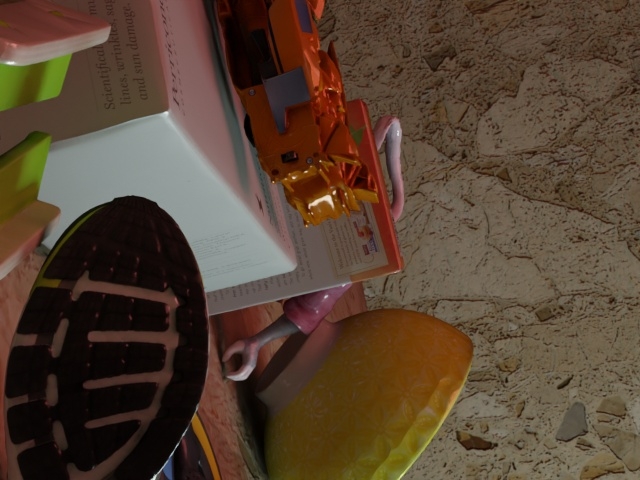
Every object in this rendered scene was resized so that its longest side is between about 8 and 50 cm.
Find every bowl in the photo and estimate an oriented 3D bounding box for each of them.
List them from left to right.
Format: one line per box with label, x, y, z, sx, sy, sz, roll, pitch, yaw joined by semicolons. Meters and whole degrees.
bowl;0.021;0.173;1.847;0.156;0.289;0.289;39;15;-9

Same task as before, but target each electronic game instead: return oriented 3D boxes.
electronic game;-0.105;0.232;1.365;0.229;0.048;0.229;-13;90;-83

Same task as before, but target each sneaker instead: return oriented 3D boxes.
sneaker;-0.136;0.112;0.948;0.121;0.111;0.300;-121;-138;-67

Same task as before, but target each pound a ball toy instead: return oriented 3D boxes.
pound a ball toy;-0.210;-0.021;0.796;0.319;0.136;0.208;-79;-174;-80

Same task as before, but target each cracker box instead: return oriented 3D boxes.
cracker box;-0.056;-0.023;1.466;0.067;0.232;0.155;-17;94;-84

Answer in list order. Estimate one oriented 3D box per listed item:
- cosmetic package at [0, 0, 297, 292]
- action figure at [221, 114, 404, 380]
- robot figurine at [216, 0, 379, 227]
cosmetic package;-0.144;-0.103;1.215;0.385;0.156;0.217;56;20;-73
action figure;0.000;0.000;1.820;0.370;0.276;0.248;-139;-139;-78
robot figurine;-0.030;-0.167;1.278;0.211;0.085;0.291;54;23;-74
